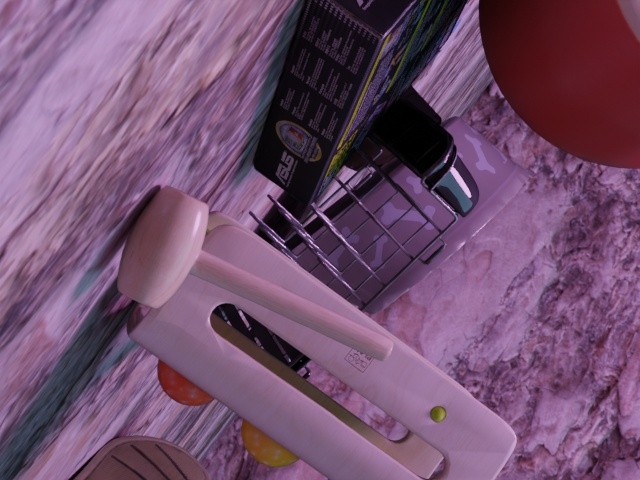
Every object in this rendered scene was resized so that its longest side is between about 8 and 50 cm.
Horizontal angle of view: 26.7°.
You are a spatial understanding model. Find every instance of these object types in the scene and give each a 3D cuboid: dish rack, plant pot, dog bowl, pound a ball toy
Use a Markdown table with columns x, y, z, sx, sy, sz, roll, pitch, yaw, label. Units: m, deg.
| x | y | z | sx | sy | sz | roll | pitch | yaw | label |
| --- | --- | --- | --- | --- | --- | --- | --- | --- | --- |
| 0.000 | 0.000 | 1.147 | 0.271 | 0.074 | 0.208 | -44 | -152 | 2 | dish rack |
| 0.270 | -0.191 | 0.989 | 0.275 | 0.275 | 0.243 | -53 | -176 | -1 | plant pot |
| 0.058 | -0.005 | 1.472 | 0.349 | 0.102 | 0.349 | -38 | -177 | 2 | dog bowl |
| -0.021 | 0.098 | 0.956 | 0.135 | 0.319 | 0.208 | -54 | -170 | 0 | pound a ball toy |

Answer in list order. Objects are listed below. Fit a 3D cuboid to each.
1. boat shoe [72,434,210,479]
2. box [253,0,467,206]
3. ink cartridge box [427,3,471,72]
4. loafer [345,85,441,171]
| x | y | z | sx | sy | sz | roll | pitch | yaw | label |
| --- | --- | --- | --- | --- | --- | --- | --- | --- | --- |
| -0.223 | 0.288 | 1.386 | 0.103 | 0.113 | 0.302 | -54 | 165 | 20 | boat shoe |
| 0.052 | -0.168 | 1.013 | 0.216 | 0.060 | 0.270 | -50 | 174 | -24 | box |
| 0.131 | -0.227 | 1.491 | 0.048 | 0.028 | 0.083 | -50 | 174 | -30 | ink cartridge box |
| 0.061 | -0.120 | 1.386 | 0.078 | 0.080 | 0.220 | -43 | 176 | 20 | loafer |
